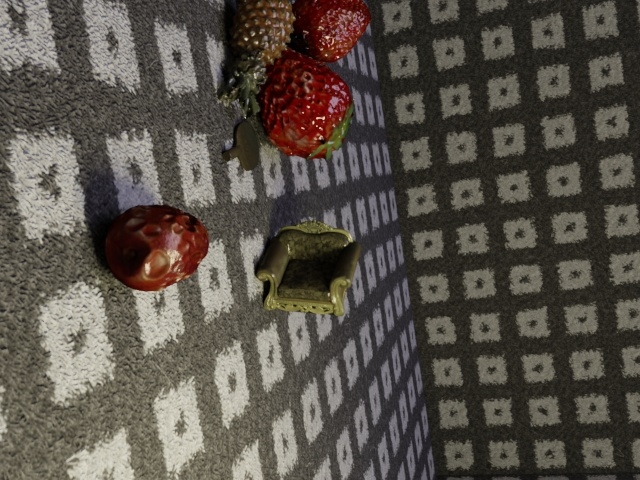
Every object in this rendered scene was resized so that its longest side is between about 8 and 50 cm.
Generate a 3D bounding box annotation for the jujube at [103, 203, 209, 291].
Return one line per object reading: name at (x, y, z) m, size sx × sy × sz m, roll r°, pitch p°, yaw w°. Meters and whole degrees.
jujube at (-0.288, 0.011, 1.214) m, size 0.230 × 0.155 × 0.155 m, roll -16°, pitch 99°, yaw -81°

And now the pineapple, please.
pineapple at (-0.180, -0.495, 1.765) m, size 0.175 × 0.175 × 0.361 m, roll 58°, pitch 45°, yaw -53°

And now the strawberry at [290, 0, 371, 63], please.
strawberry at (0.029, -0.725, 2.264) m, size 0.250 × 0.289 × 0.238 m, roll -108°, pitch 174°, yaw -70°

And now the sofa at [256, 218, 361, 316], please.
sofa at (-0.031, 0.071, 1.817) m, size 0.200 × 0.259 × 0.182 m, roll -70°, pitch 162°, yaw -53°

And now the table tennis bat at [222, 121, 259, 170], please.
table tennis bat at (-0.207, -0.243, 1.774) m, size 0.234 × 0.022 × 0.131 m, roll -52°, pitch 133°, yaw -69°

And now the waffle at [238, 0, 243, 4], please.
waffle at (-0.182, -0.752, 1.966) m, size 0.312 × 0.060 × 0.307 m, roll -56°, pitch 139°, yaw -63°

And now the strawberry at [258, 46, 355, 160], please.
strawberry at (-0.066, -0.384, 1.929) m, size 0.292 × 0.310 × 0.291 m, roll 23°, pitch 90°, yaw -85°
